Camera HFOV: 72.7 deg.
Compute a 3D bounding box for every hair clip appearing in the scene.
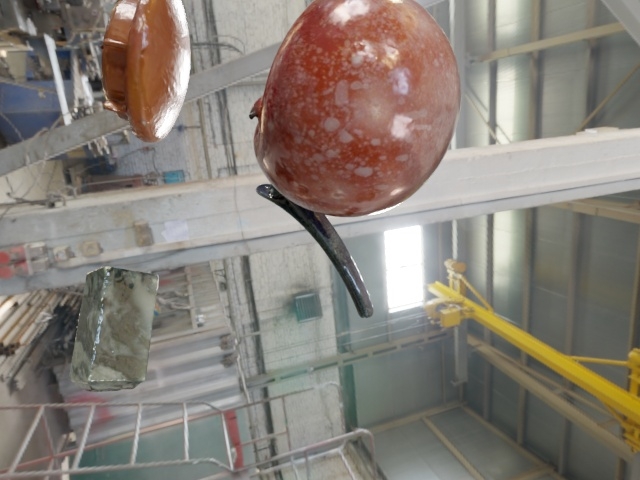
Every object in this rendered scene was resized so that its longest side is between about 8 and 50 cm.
[{"bbox_3d":[0.000,0.000,0.664,0.275,0.048,0.083,54,-50,10],"label":"hair clip"}]

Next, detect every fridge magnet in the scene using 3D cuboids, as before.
[{"bbox_3d":[-0.393,-0.412,1.016,0.363,0.156,0.362,-169,-90,-82],"label":"fridge magnet"}]

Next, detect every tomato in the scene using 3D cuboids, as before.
[{"bbox_3d":[0.046,-0.152,0.529,0.270,0.227,0.270,-60,-174,10],"label":"tomato"}]

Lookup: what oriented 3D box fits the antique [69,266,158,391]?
[{"bbox_3d":[-0.322,0.140,0.681,0.088,0.086,0.182,-13,-111,43],"label":"antique"}]
